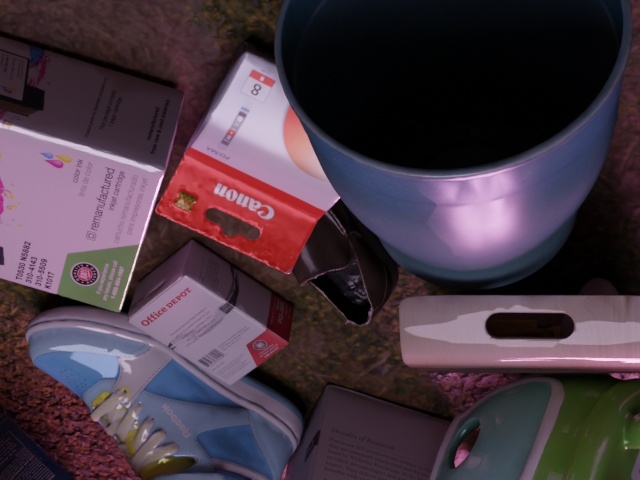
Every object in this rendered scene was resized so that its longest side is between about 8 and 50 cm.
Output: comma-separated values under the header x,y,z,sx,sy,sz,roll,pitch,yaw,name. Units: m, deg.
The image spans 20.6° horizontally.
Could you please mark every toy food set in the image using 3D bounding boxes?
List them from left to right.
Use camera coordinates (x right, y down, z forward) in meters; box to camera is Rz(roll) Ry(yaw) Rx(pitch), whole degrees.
x,y,z,sx,sy,sz,roll,pitch,yaw,name
0.196,0.073,1.594,0.220,0.092,0.306,0,174,10,toy food set

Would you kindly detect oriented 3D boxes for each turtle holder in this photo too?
x,y,z,sx,sy,sz,roll,pitch,yaw,name
0.227,0.282,1.716,0.227,0.320,0.243,8,176,31,turtle holder

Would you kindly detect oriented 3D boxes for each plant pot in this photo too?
x,y,z,sx,sy,sz,roll,pitch,yaw,name
0.118,-0.095,1.430,0.272,0.271,0.255,-1,148,10,plant pot

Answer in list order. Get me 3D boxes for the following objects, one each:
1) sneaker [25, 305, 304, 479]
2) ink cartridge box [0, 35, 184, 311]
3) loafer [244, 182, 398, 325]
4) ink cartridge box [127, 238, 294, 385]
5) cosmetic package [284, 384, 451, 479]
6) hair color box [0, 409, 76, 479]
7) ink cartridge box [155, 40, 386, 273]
x,y,z,sx,sy,sz,roll,pitch,yaw,name
-0.174,0.208,1.791,0.319,0.208,0.127,26,145,-16,sneaker
-0.286,-0.072,1.604,0.278,0.117,0.201,16,135,-6,ink cartridge box
0.000,0.000,1.656,0.080,0.078,0.220,-27,125,30,loafer
-0.110,0.073,1.761,0.135,0.056,0.099,35,129,-24,ink cartridge box
0.042,0.283,1.853,0.151,0.183,0.151,18,135,-8,cosmetic package
-0.261,0.321,1.851,0.347,0.105,0.174,27,160,53,hair color box
-0.047,-0.068,1.570,0.145,0.045,0.179,25,102,-15,ink cartridge box
